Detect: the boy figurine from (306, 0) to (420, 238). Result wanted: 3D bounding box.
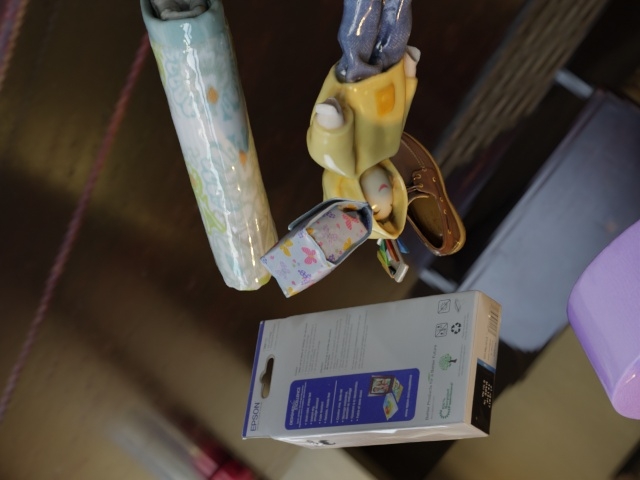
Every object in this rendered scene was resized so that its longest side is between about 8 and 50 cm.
[{"bbox_3d":[0.045,-0.126,1.319,0.177,0.092,0.285,-32,133,-55],"label":"boy figurine"}]

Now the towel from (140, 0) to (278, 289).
[{"bbox_3d":[-0.128,-0.158,1.620,0.090,0.320,0.374,-17,-155,-2],"label":"towel"}]

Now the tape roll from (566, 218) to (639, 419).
[{"bbox_3d":[0.342,0.039,1.120,0.275,0.090,0.275,-18,152,-10],"label":"tape roll"}]

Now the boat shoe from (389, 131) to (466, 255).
[{"bbox_3d":[0.124,-0.062,1.751,0.064,0.178,0.060,-30,174,21],"label":"boat shoe"}]

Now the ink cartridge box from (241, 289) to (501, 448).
[{"bbox_3d":[0.058,0.162,1.676,0.065,0.333,0.165,33,58,-45],"label":"ink cartridge box"}]

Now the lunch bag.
[{"bbox_3d":[0.000,0.000,1.168,0.083,0.053,0.071,-36,-179,-44],"label":"lunch bag"}]

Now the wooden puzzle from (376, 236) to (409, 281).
[{"bbox_3d":[0.106,0.022,2.080,0.014,0.078,0.116,-21,154,-17],"label":"wooden puzzle"}]
